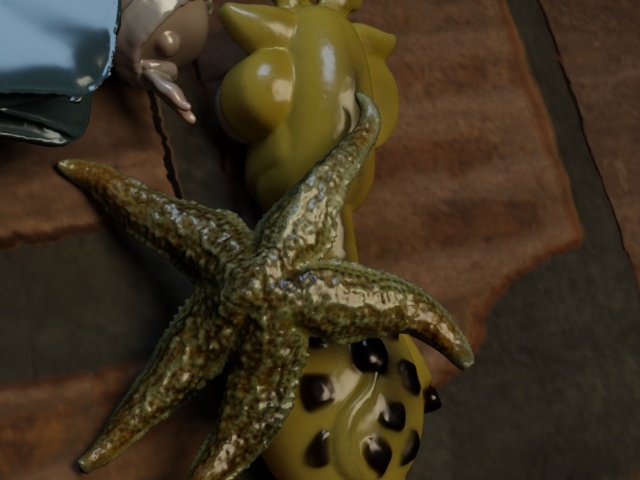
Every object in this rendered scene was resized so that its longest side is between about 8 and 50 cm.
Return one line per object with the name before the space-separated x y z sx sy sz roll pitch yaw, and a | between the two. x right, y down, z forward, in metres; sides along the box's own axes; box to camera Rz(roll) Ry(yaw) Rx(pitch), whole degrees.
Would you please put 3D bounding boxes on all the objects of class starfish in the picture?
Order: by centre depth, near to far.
starfish | -0.034 0.020 0.731 0.217 0.050 0.223 26 71 15

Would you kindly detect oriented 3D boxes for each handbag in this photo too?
handbag | -0.163 -0.156 0.710 0.144 0.057 0.221 4 69 -14

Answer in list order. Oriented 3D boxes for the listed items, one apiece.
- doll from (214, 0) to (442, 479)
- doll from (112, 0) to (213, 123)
doll | 0.000 0.000 0.797 0.117 0.086 0.291 5 72 -36
doll | -0.095 -0.115 0.774 0.084 0.073 0.127 -9 72 -17
